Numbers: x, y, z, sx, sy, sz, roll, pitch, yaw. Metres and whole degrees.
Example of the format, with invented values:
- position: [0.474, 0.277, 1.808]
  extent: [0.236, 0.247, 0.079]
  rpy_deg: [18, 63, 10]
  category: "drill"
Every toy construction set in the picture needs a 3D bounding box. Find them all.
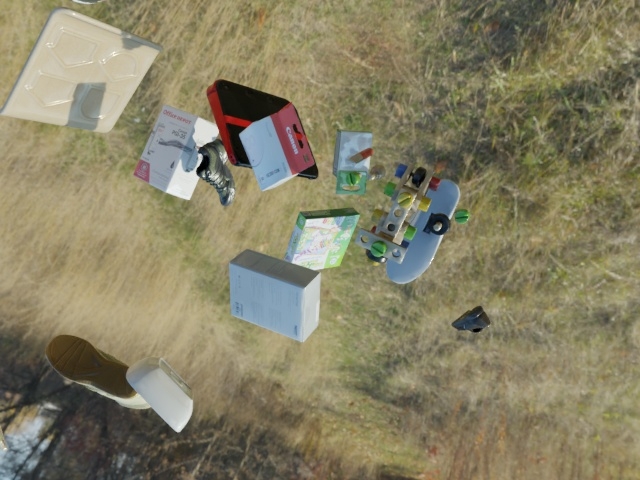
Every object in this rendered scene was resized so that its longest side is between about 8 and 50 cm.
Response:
- position: [0.163, -0.083, 1.285]
  extent: [0.257, 0.237, 0.308]
  rpy_deg: [-40, 88, 31]
  category: "toy construction set"

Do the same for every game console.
- position: [-0.192, -0.371, 1.759]
  extent: [0.387, 0.341, 0.060]
  rpy_deg: [2, 153, -46]
  category: "game console"

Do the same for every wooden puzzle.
- position: [-0.638, -0.446, 1.377]
  extent: [0.348, 0.080, 0.322]
  rpy_deg: [-43, 162, 23]
  category: "wooden puzzle"

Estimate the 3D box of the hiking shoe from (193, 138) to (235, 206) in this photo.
- position: [-0.352, -0.212, 1.682]
  extent: [0.086, 0.114, 0.226]
  rpy_deg: [23, 128, 52]
  category: "hiking shoe"

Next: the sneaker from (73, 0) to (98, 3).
- position: [-0.493, -0.523, 1.076]
  extent: [0.077, 0.178, 0.071]
  rpy_deg: [-1, 108, 25]
  category: "sneaker"

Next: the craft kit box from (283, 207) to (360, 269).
- position: [0.000, 0.000, 1.881]
  extent: [0.250, 0.061, 0.246]
  rpy_deg: [-8, 134, -37]
  category: "craft kit box"

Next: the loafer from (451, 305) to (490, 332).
- position: [0.505, 0.281, 1.729]
  extent: [0.078, 0.080, 0.220]
  rpy_deg: [52, 170, 12]
  category: "loafer"

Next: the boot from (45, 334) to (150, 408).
- position: [-0.543, 0.337, 1.297]
  extent: [0.262, 0.095, 0.203]
  rpy_deg: [22, 154, 7]
  category: "boot"

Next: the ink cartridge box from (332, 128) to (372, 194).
- position: [0.102, -0.260, 1.708]
  extent: [0.109, 0.209, 0.062]
  rpy_deg: [0, -162, -14]
  category: "ink cartridge box"

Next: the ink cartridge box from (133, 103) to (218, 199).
- position: [-0.507, -0.314, 1.816]
  extent: [0.207, 0.282, 0.117]
  rpy_deg: [26, -177, 33]
  category: "ink cartridge box"

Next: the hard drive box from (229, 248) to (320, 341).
- position: [-0.124, 0.145, 1.382]
  extent: [0.232, 0.089, 0.180]
  rpy_deg: [17, 123, 22]
  category: "hard drive box"

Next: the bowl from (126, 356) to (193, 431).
- position: [-0.282, 0.268, 0.935]
  extent: [0.142, 0.053, 0.142]
  rpy_deg: [49, 169, -7]
  category: "bowl"

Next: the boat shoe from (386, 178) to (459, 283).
- position: [0.330, -0.034, 1.660]
  extent: [0.136, 0.366, 0.156]
  rpy_deg: [27, -165, 11]
  category: "boat shoe"

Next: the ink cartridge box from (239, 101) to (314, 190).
- position: [-0.131, -0.263, 1.477]
  extent: [0.232, 0.066, 0.188]
  rpy_deg: [-19, 92, 57]
  category: "ink cartridge box"

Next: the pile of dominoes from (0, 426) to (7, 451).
- position: [-0.691, 0.306, 1.087]
  extent: [0.040, 0.251, 0.196]
  rpy_deg: [-18, 163, -33]
  category: "pile of dominoes"
